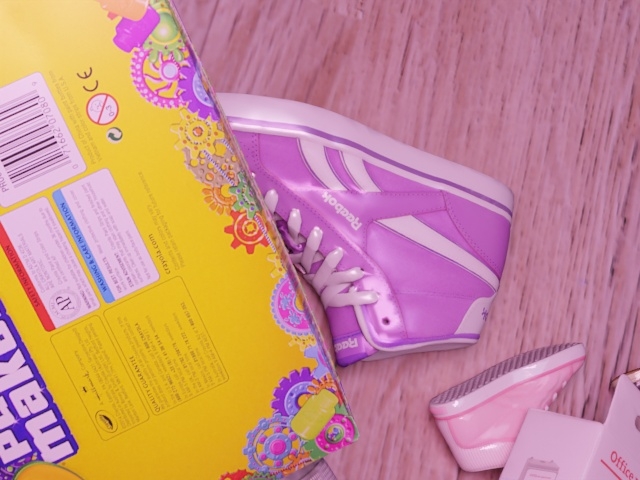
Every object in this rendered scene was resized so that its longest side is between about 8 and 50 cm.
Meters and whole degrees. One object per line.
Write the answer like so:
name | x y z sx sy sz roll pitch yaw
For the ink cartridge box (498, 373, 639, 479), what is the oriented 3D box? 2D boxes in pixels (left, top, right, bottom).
ink cartridge box | 0.175 0.199 0.867 0.115 0.067 0.198 45 64 -38

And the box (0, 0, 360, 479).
box | -0.141 -0.021 0.685 0.177 0.279 0.290 -26 107 -7

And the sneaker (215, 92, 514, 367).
sneaker | 0.001 0.000 0.879 0.282 0.102 0.161 18 74 -11

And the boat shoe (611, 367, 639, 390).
boat shoe | 0.297 0.120 0.953 0.152 0.056 0.049 0 70 -16

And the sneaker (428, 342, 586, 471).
sneaker | 0.147 0.126 0.914 0.134 0.051 0.070 -22 93 -24

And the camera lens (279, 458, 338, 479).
camera lens | -0.044 0.261 0.730 0.219 0.219 0.274 -31 86 -21
